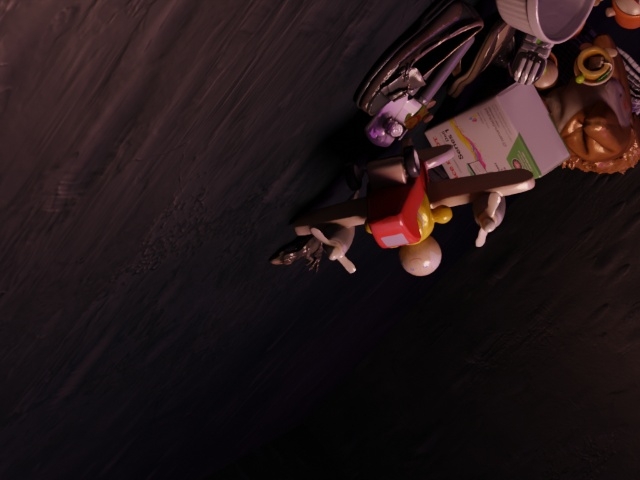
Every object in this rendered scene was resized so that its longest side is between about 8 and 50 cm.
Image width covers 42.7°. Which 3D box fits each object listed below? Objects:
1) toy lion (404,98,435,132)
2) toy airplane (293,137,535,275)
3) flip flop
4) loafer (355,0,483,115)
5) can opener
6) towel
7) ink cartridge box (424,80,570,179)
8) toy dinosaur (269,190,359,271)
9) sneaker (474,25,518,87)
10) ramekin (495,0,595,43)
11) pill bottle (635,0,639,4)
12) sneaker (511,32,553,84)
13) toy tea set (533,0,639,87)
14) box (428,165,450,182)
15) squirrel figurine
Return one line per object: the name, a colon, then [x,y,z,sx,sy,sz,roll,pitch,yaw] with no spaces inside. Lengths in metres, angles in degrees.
toy lion: [0.197,-0.265,1.757,0.096,0.034,0.100,-32,162,-10]
toy airplane: [0.181,-0.065,1.675,0.384,0.272,0.386,-19,-171,-27]
flip flop: [0.307,-0.377,1.666,0.112,0.080,0.277,-44,180,-13]
loafer: [0.175,-0.319,1.462,0.267,0.084,0.096,-47,164,14]
can opener: [0.175,-0.299,1.555,0.074,0.093,0.280,28,108,-39]
towel: [0.715,-0.414,2.153,0.121,0.283,0.235,-40,165,-16]
ink cartridge box: [0.392,-0.220,1.852,0.117,0.201,0.278,-33,-174,-27]
toy dinosaur: [0.000,0.000,1.903,0.268,0.064,0.118,-40,157,-22]
sneaker: [0.384,-0.419,1.772,0.234,0.084,0.097,57,50,-72]
ramekin: [0.406,-0.470,1.477,0.207,0.109,0.207,-25,129,-36]
pill bottle: [0.642,-0.560,1.605,0.161,0.283,0.161,-39,163,-14]
sneaker: [0.457,-0.441,1.692,0.132,0.086,0.228,-62,177,-66]
toy tea set: [0.578,-0.460,1.764,0.336,0.200,0.124,-57,162,-1]
box: [0.225,-0.117,2.079,0.158,0.093,0.156,-24,155,-45]
squirrel figurine: [0.575,-0.276,2.026,0.370,0.281,0.397,-9,153,36]
